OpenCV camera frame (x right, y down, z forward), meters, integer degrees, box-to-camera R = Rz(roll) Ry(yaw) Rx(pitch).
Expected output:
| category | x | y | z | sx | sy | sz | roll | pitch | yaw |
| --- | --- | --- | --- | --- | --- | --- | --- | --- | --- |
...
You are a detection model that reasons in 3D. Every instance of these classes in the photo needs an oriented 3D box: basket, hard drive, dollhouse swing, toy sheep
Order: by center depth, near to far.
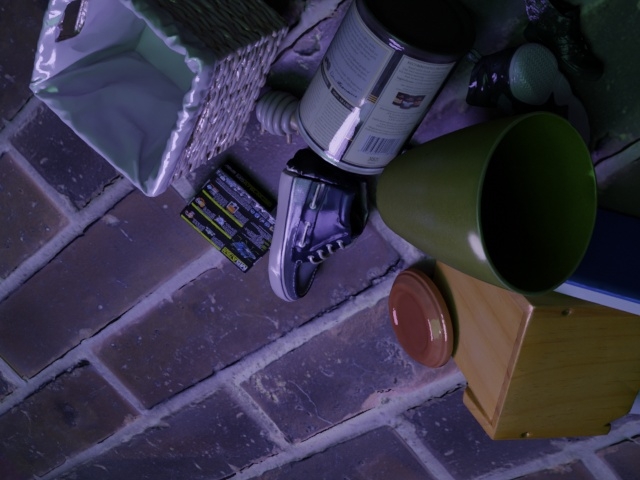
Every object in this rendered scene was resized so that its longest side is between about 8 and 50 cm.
| category | x | y | z | sx | sy | sz | roll | pitch | yaw |
| --- | --- | --- | --- | --- | --- | --- | --- | --- | --- |
| hard drive | 0.508 | 0.037 | 1.720 | 0.319 | 0.210 | 0.040 | 16 | 132 | 19 |
| basket | -0.277 | -0.319 | 1.834 | 0.331 | 0.266 | 0.328 | 42 | 134 | 13 |
| dollhouse swing | 0.390 | 0.134 | 1.913 | 0.315 | 0.305 | 0.346 | -1 | 131 | -7 |
| toy sheep | -0.076 | -0.233 | 1.945 | 0.132 | 0.091 | 0.091 | 22 | 131 | 23 |

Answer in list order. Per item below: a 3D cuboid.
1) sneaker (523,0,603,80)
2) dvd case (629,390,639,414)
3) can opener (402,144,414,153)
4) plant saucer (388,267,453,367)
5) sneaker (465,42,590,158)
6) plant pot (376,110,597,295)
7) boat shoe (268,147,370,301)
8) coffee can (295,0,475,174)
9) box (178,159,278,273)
| category | x | y | z | sx | sy | sz | roll | pitch | yaw |
| --- | --- | --- | --- | --- | --- | --- | --- | --- | --- |
| sneaker | 0.380 | -0.324 | 1.638 | 0.170 | 0.051 | 0.089 | 35 | 136 | 6 |
| dvd case | 0.518 | 0.250 | 2.002 | 0.253 | 0.022 | 0.180 | 0 | 122 | 30 |
| can opener | 0.186 | -0.108 | 1.902 | 0.186 | 0.059 | 0.073 | 29 | 132 | 8 |
| plant saucer | 0.186 | 0.153 | 2.035 | 0.200 | 0.037 | 0.200 | 44 | 142 | 48 |
| sneaker | 0.332 | -0.217 | 1.719 | 0.153 | 0.101 | 0.268 | 18 | 153 | 46 |
| plant pot | 0.234 | -0.065 | 1.676 | 0.293 | 0.275 | 0.274 | 7 | 128 | 50 |
| boat shoe | 0.000 | 0.000 | 2.039 | 0.158 | 0.127 | 0.340 | 23 | 131 | 23 |
| coffee can | 0.099 | -0.272 | 1.733 | 0.201 | 0.201 | 0.275 | 35 | 133 | 3 |
| box | -0.171 | -0.046 | 2.164 | 0.191 | 0.045 | 0.184 | 42 | 135 | -5 |
